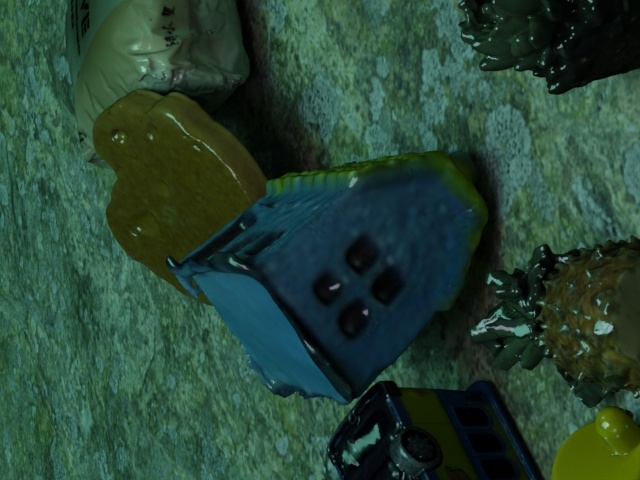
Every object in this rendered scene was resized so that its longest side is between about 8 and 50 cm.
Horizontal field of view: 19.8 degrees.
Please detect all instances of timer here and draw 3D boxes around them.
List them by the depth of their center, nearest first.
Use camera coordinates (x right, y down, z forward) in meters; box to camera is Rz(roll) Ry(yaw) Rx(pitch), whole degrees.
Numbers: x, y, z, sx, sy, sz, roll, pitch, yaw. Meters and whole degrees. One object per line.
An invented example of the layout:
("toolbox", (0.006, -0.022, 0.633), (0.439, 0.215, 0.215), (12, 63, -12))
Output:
("timer", (0.269, 0.215, 1.744), (0.107, 0.109, 0.107), (-21, 45, 23))

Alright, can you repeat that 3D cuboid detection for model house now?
("model house", (0.031, 0.016, 1.994), (0.215, 0.303, 0.237), (56, 159, -14))

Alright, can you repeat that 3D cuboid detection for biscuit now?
("biscuit", (-0.166, -0.050, 2.353), (0.351, 0.057, 0.312), (10, 127, 46))

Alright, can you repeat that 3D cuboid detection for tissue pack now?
("tissue pack", (-0.235, -0.310, 2.501), (0.390, 0.195, 0.375), (-43, 51, 55))

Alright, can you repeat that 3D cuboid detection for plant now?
("plant", (0.227, -0.213, 1.686), (0.132, 0.194, 0.129), (63, 147, 37))

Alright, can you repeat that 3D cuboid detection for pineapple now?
("pineapple", (0.246, 0.083, 1.759), (0.170, 0.141, 0.310), (62, 159, -7))

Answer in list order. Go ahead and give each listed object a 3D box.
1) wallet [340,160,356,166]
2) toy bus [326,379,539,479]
("wallet", (0.000, 0.000, 2.277), (0.232, 0.025, 0.119), (-39, 61, 57))
("toy bus", (0.139, 0.291, 1.910), (0.138, 0.175, 0.287), (-55, 46, 37))
